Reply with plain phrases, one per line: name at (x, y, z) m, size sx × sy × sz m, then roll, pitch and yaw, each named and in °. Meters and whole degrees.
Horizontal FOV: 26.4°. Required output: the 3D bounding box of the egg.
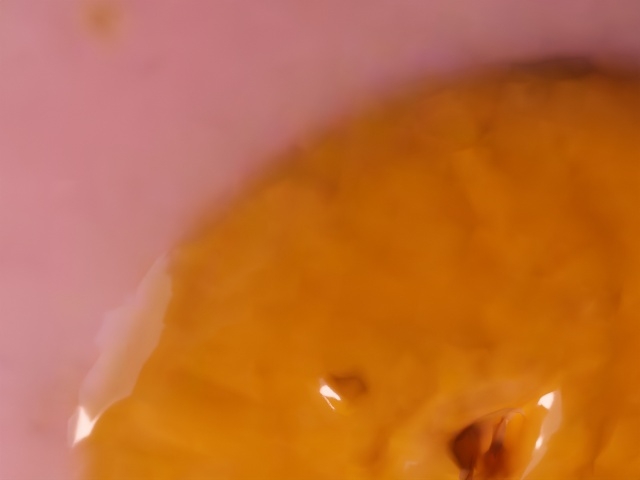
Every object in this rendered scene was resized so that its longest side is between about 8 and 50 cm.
egg at (0.000, 0.000, 0.458) m, size 0.337 × 0.201 × 0.337 m, roll -6°, pitch 115°, yaw -12°
